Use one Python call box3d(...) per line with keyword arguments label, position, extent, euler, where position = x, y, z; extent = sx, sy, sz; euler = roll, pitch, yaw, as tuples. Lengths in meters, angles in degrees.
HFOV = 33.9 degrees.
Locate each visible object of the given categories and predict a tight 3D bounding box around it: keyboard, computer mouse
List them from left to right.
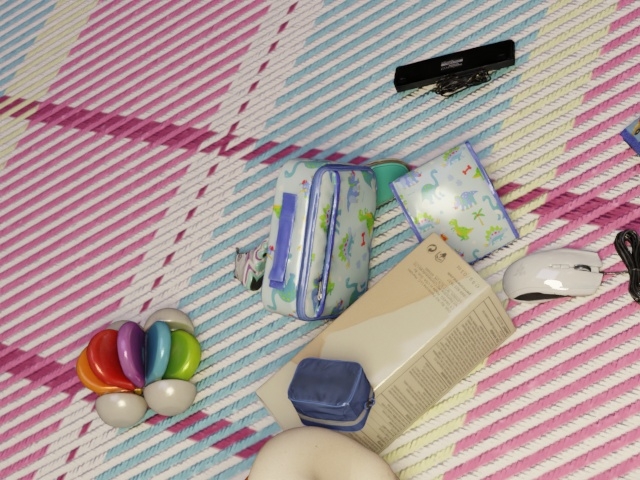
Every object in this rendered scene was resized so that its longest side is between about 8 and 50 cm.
box3d(label="keyboard", position=(0.205, -0.252, 1.605), extent=(0.192, 0.038, 0.100), euler=(-11, 35, 21))
box3d(label="computer mouse", position=(0.328, 0.042, 1.362), extent=(0.193, 0.042, 0.106), euler=(-8, 60, 21))

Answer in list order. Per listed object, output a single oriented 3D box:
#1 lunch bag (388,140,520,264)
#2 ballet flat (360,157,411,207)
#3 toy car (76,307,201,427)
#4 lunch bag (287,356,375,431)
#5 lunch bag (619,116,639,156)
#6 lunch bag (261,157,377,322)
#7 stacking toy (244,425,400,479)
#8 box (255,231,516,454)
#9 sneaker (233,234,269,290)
box3d(label="lunch bag", position=(0.185, -0.040, 1.448), extent=(0.128, 0.096, 0.151), euler=(-29, 83, 8))
box3d(label="ballet flat", position=(0.032, -0.064, 1.551), extent=(0.213, 0.072, 0.068), euler=(-32, 23, 2))
box3d(label="toy car", position=(-0.266, 0.171, 1.509), extent=(0.182, 0.136, 0.159), euler=(-16, 57, 17))
box3d(label="lunch bag", position=(0.018, 0.184, 1.237), extent=(0.098, 0.065, 0.067), euler=(4, 50, 27))
box3d(label="lunch bag", position=(0.522, -0.140, 1.310), extent=(0.221, 0.138, 0.293), euler=(-42, 28, 14))
box3d(label="lunch bag", position=(0.000, 0.000, 1.427), extent=(0.090, 0.176, 0.219), euler=(11, 95, 32))
box3d(label="stacking toy", position=(-0.106, 0.462, 1.202), extent=(0.480, 0.350, 0.351), euler=(-34, 52, 22))
box3d(label="box", position=(0.086, 0.155, 1.349), extent=(0.311, 0.148, 0.121), euler=(-41, 53, -3))
box3d(label="sneaker", position=(-0.102, 0.020, 1.573), extent=(0.069, 0.038, 0.098), euler=(32, 94, 40))
